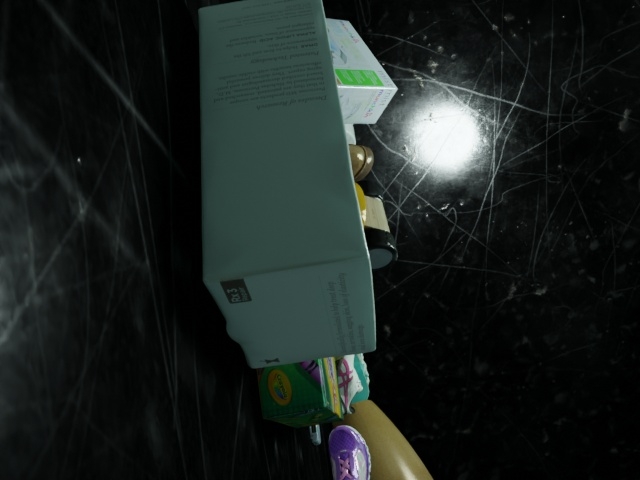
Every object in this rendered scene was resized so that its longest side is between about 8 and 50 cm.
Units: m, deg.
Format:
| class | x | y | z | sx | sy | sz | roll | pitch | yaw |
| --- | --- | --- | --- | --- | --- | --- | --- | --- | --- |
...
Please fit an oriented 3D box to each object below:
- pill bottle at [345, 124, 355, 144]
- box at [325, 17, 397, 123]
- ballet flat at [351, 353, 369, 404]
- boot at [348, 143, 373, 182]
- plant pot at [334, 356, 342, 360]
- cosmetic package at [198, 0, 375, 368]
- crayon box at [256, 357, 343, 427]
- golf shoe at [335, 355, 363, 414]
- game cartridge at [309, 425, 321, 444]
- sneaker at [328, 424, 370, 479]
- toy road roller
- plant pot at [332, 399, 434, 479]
| class | x | y | z | sx | sy | sz | roll | pitch | yaw |
| --- | --- | --- | --- | --- | --- | --- | --- | --- | --- |
| pill bottle | -0.013 | -0.442 | 1.906 | 0.224 | 0.223 | 0.392 | 75 | 5 | -62 |
| box | 0.018 | -0.414 | 1.498 | 0.262 | 0.231 | 0.127 | 61 | -41 | 26 |
| ballet flat | 0.038 | 0.278 | 1.664 | 0.147 | 0.146 | 0.409 | -94 | 176 | -66 |
| boot | 0.001 | -0.142 | 1.578 | 0.305 | 0.115 | 0.112 | -49 | -132 | 37 |
| plant pot | 0.026 | 0.220 | 1.498 | 0.095 | 0.134 | 0.134 | 57 | 8 | -13 |
| cosmetic package | -0.041 | -0.075 | 0.702 | 0.217 | 0.156 | 0.385 | 79 | 1 | -59 |
| crayon box | -0.027 | 0.168 | 0.858 | 0.278 | 0.081 | 0.166 | 72 | 9 | -70 |
| golf shoe | 0.066 | 0.344 | 1.531 | 0.067 | 0.085 | 0.186 | -121 | -138 | -82 |
| game cartridge | -0.013 | 0.349 | 1.181 | 0.056 | 0.017 | 0.083 | 83 | -1 | -64 |
| sneaker | 0.065 | 0.537 | 1.373 | 0.104 | 0.095 | 0.237 | 52 | 28 | -68 |
| toy road roller | 0.000 | 0.000 | 1.385 | 0.329 | 0.240 | 0.203 | -51 | -144 | 41 |
| plant pot | 0.129 | 0.550 | 1.561 | 0.237 | 0.237 | 0.254 | 75 | -9 | -59 |
